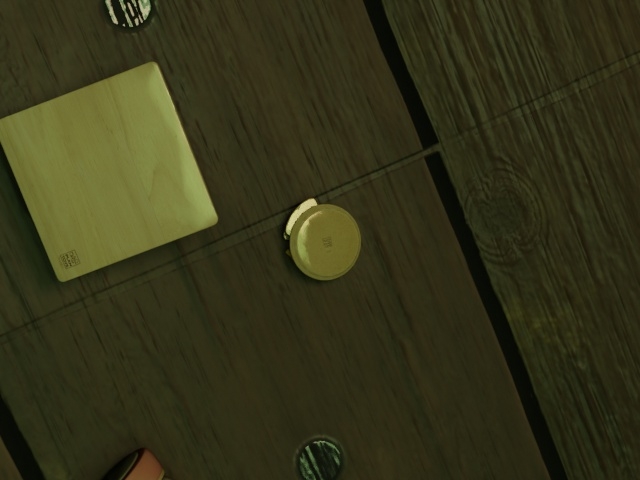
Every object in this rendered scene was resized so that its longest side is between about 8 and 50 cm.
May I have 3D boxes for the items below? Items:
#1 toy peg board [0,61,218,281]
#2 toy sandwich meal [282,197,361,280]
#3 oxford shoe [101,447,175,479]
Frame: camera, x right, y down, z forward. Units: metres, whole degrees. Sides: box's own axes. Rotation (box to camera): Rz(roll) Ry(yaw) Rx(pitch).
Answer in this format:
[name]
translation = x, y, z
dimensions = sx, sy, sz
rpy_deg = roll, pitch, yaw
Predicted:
[toy peg board]
translation = -0.198, -0.066, 1.142
dimensions = 0.160, 0.079, 0.161
rpy_deg = -21, 96, 1
[toy sandwich meal]
translation = 0.000, 0.000, 1.216
dimensions = 0.085, 0.029, 0.086
rpy_deg = -1, 93, -21
[oxford shoe]
translation = -0.223, 0.359, 1.079
dimensions = 0.130, 0.123, 0.348
rpy_deg = 43, 68, -11
